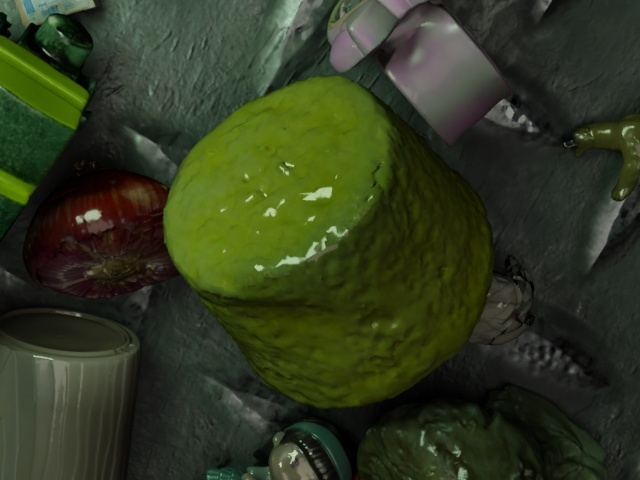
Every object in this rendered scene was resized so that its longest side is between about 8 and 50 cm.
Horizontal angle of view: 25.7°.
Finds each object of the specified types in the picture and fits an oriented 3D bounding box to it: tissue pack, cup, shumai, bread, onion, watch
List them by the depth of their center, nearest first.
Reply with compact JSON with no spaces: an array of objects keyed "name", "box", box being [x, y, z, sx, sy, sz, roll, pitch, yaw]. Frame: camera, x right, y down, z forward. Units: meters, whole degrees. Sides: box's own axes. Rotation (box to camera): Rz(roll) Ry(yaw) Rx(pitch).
[{"name":"bread","box":[0.000,0.000,1.628,0.348,0.348,0.308,-40,141,7]},{"name":"watch","box":[0.134,-0.227,1.656,0.211,0.248,0.217,-42,106,4]},{"name":"tissue pack","box":[-0.324,-0.301,1.698,0.094,0.059,0.074,-17,105,0]},{"name":"onion","box":[-0.262,-0.023,1.721,0.230,0.230,0.163,-17,66,1]},{"name":"cup","box":[-0.364,0.230,1.796,0.208,0.288,0.273,-2,109,-41]},{"name":"shumai","box":[0.230,0.288,1.819,0.288,0.292,0.330,-41,109,-24]}]

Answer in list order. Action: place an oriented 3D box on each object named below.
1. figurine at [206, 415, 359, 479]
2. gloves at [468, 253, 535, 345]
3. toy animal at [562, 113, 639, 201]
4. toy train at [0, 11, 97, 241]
[{"name":"figurine","box":[-0.062,0.330,1.877,0.246,0.110,0.138,-27,115,7]},{"name":"gloves","box":[0.211,0.083,1.794,0.212,0.111,0.127,29,117,-35]},{"name":"toy animal","box":[0.424,-0.131,1.770,0.219,0.103,0.101,-18,116,39]},{"name":"toy train","box":[-0.417,-0.065,1.630,0.179,0.272,0.442,33,111,-15]}]
